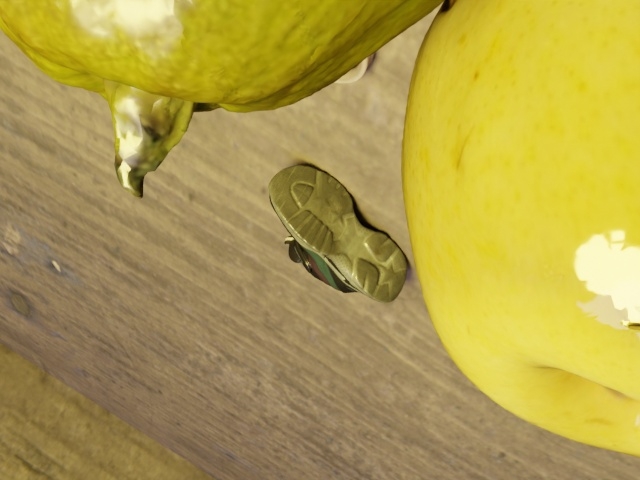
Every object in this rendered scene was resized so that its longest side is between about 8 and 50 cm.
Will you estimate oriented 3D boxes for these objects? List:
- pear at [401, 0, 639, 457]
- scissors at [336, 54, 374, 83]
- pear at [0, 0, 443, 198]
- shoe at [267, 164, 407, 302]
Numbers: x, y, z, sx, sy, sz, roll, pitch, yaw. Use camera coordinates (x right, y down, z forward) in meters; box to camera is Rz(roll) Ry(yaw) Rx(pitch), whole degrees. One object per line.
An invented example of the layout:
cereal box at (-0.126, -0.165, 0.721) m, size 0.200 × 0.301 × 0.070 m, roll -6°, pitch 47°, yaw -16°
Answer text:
pear at (0.182, -0.034, 0.486) m, size 0.309 × 0.309 × 0.309 m, roll 25°, pitch 150°, yaw 15°
scissors at (-0.071, -0.177, 0.787) m, size 0.242 × 0.030 × 0.118 m, roll 7°, pitch 142°, yaw 33°
pear at (-0.028, -0.199, 0.395) m, size 0.287 × 0.375 × 0.287 m, roll 16°, pitch -179°, yaw 0°
shoe at (0.000, 0.000, 0.951) m, size 0.169 × 0.071 × 0.099 m, roll 42°, pitch 153°, yaw -23°
